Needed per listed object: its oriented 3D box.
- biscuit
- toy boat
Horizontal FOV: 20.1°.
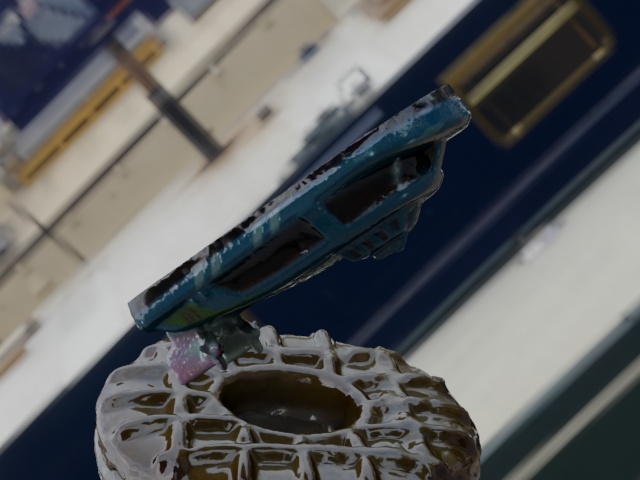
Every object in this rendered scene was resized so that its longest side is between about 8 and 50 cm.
[{"bbox_3d":[-0.029,0.169,1.508,0.332,0.332,0.103,-78,-6,-69],"label":"biscuit"},{"bbox_3d":[0.000,0.000,1.322,0.299,0.092,0.134,-33,-4,29],"label":"toy boat"}]
